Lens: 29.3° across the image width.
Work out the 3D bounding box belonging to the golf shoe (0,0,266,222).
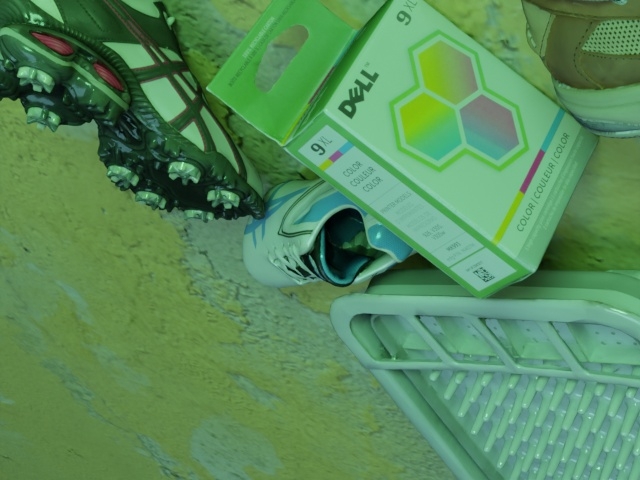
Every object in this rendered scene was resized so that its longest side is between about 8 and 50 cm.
[{"bbox_3d":[-0.114,-0.101,0.843,0.105,0.120,0.273,0,154,33],"label":"golf shoe"}]

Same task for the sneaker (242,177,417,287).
[{"bbox_3d":[0.000,0.000,0.902,0.085,0.086,0.237,39,151,-16],"label":"sneaker"}]

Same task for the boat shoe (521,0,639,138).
[{"bbox_3d":[0.203,-0.127,0.496,0.324,0.123,0.116,-13,127,49],"label":"boat shoe"}]

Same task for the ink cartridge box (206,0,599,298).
[{"bbox_3d":[0.052,-0.073,0.721,0.209,0.109,0.062,37,149,-9],"label":"ink cartridge box"}]

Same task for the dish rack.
[{"bbox_3d":[0.191,0.126,0.931,0.285,0.072,0.333,-1,137,42],"label":"dish rack"}]
